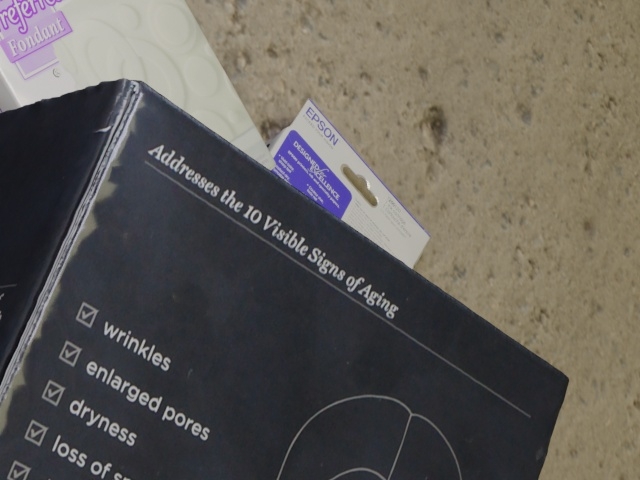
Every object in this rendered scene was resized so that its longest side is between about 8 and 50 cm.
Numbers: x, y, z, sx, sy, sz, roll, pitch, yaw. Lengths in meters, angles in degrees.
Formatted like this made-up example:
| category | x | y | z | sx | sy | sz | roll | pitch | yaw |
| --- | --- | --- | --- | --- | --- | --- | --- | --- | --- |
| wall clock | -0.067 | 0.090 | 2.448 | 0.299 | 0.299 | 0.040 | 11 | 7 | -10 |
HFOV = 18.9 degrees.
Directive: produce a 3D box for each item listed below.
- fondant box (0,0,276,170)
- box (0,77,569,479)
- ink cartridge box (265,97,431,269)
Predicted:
| category | x | y | z | sx | sy | sz | roll | pitch | yaw |
| --- | --- | --- | --- | --- | --- | --- | --- | --- | --- |
| fondant box | -0.214 | -0.148 | 1.716 | 0.238 | 0.096 | 0.330 | -37 | 100 | -45 |
| box | -0.122 | 0.211 | 1.461 | 0.480 | 0.297 | 0.471 | 35 | 67 | -30 |
| ink cartridge box | 0.000 | 0.000 | 1.901 | 0.206 | 0.045 | 0.208 | 48 | 48 | -19 |
